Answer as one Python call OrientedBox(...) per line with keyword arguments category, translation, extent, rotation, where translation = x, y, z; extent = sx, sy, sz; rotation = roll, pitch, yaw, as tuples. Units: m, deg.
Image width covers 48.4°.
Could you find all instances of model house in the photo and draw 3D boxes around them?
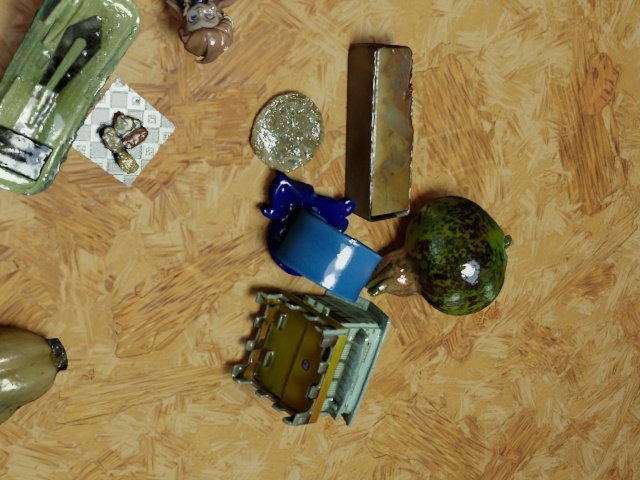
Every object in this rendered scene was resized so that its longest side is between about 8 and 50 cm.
OrientedBox(category="model house", translation=(-0.009, 0.211, 1.299), extent=(0.215, 0.198, 0.224), rotation=(7, 104, -45))

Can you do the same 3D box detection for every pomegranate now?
OrientedBox(category="pomegranate", translation=(0.230, 0.047, 1.389), extent=(0.276, 0.222, 0.204), rotation=(-37, 139, 27))

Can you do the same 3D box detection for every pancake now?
OrientedBox(category="pancake", translation=(-0.053, -0.184, 1.222), extent=(0.139, 0.022, 0.140), rotation=(-11, 115, -26))

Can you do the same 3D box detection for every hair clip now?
OrientedBox(category="hair clip", translation=(-0.374, -0.221, 0.986), extent=(0.138, 0.091, 0.321), rotation=(25, 107, -43))

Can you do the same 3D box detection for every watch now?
OrientedBox(category="watch", translation=(0.002, 0.008, 1.227), extent=(0.196, 0.200, 0.171), rotation=(18, 103, -38))

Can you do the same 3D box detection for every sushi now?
OrientedBox(category="sushi", translation=(-0.297, -0.160, 1.088), extent=(0.120, 0.026, 0.126), rotation=(39, 87, -34))

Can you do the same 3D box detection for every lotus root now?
OrientedBox(category="lotus root", translation=(-0.506, 0.212, 1.048), extent=(0.256, 0.140, 0.154), rotation=(-17, 104, -35))

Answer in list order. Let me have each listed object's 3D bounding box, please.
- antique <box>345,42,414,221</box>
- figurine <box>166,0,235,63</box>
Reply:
OrientedBox(category="antique", translation=(0.107, -0.195, 1.273), extent=(0.093, 0.087, 0.310), rotation=(-12, 114, -28))
OrientedBox(category="figurine", translation=(-0.168, -0.337, 1.037), extent=(0.126, 0.114, 0.157), rotation=(-12, 100, -9))
